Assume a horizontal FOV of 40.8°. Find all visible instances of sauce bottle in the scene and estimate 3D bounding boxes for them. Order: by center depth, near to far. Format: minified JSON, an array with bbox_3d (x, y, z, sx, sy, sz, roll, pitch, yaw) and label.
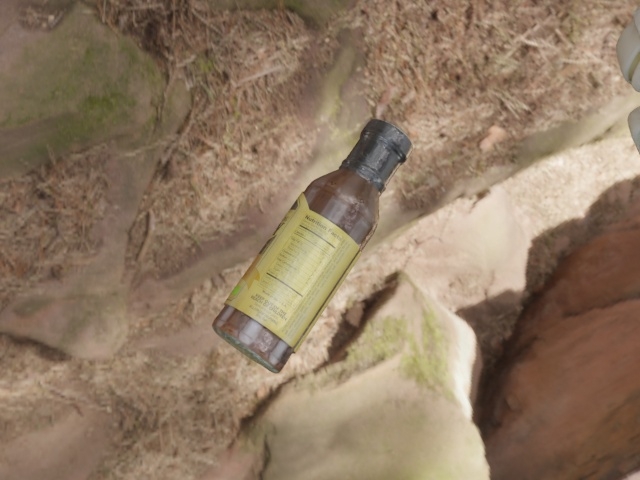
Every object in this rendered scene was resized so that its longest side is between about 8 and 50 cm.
[{"bbox_3d":[0.000,0.000,1.091,0.344,0.111,0.111,-55,128,-14],"label":"sauce bottle"}]

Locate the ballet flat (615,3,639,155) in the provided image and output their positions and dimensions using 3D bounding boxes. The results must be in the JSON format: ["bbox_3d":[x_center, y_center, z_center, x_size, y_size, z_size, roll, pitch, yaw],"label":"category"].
[{"bbox_3d":[0.314,-0.122,0.697,0.147,0.147,0.409,-29,136,7],"label":"ballet flat"}]
